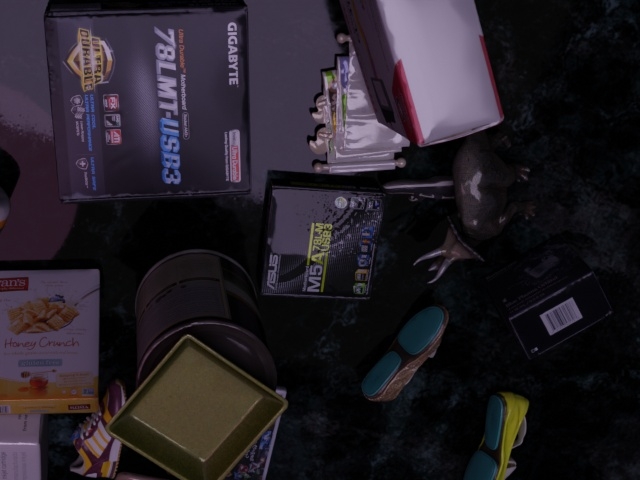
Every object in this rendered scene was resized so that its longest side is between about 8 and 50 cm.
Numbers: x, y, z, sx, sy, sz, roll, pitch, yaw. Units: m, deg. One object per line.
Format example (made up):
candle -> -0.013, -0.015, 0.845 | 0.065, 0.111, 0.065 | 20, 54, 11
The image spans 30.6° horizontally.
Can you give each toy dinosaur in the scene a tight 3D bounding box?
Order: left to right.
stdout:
toy dinosaur -> 0.256, -0.086, 1.828 | 0.160, 0.121, 0.313 | -21, 125, -51

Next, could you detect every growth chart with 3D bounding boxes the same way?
growth chart -> 0.073, -0.213, 1.824 | 0.172, 0.021, 0.237 | 4, 111, -11

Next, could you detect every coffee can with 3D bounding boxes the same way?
coffee can -> -0.183, 0.155, 1.790 | 0.201, 0.275, 0.201 | -3, 113, -8

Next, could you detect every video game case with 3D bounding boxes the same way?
video game case -> -0.162, 0.325, 2.001 | 0.173, 0.022, 0.190 | 9, 109, -13

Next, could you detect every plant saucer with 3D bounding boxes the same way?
plant saucer -> -0.175, 0.238, 1.649 | 0.188, 0.045, 0.188 | 37, 101, -20

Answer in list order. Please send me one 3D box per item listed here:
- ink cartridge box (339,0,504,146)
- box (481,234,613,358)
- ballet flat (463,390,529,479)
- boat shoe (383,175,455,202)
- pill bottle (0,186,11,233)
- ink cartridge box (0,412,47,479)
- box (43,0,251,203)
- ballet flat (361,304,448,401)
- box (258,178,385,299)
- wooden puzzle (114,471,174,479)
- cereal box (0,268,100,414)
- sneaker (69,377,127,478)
ink cartridge box -> 0.134, -0.268, 1.639 | 0.131, 0.306, 0.226 | -19, 103, -5
box -> 0.368, 0.090, 1.919 | 0.156, 0.158, 0.093 | -30, 114, 3
ballet flat -> 0.319, 0.374, 2.076 | 0.077, 0.077, 0.231 | 3, 110, -28
boat shoe -> 0.162, -0.080, 1.881 | 0.125, 0.046, 0.038 | -6, 108, -16
pill bottle -> -0.585, 0.031, 1.737 | 0.162, 0.162, 0.278 | 24, 107, -17
ink cartridge box -> -0.620, 0.329, 1.804 | 0.385, 0.160, 0.279 | 2, 136, -10
box -> -0.252, -0.207, 1.747 | 0.293, 0.073, 0.295 | -2, 113, -8
ballet flat -> 0.152, 0.194, 1.986 | 0.206, 0.073, 0.067 | -47, 139, 13
box -> 0.000, 0.000, 1.884 | 0.184, 0.045, 0.190 | 3, 110, -13
wooden puzzle -> -0.237, 0.554, 2.054 | 0.322, 0.080, 0.348 | 14, 113, -14
cereal box -> -0.422, 0.150, 1.776 | 0.173, 0.240, 0.047 | -1, 142, -10
sneaker -> -0.369, 0.312, 1.935 | 0.084, 0.069, 0.185 | 7, 109, -14
